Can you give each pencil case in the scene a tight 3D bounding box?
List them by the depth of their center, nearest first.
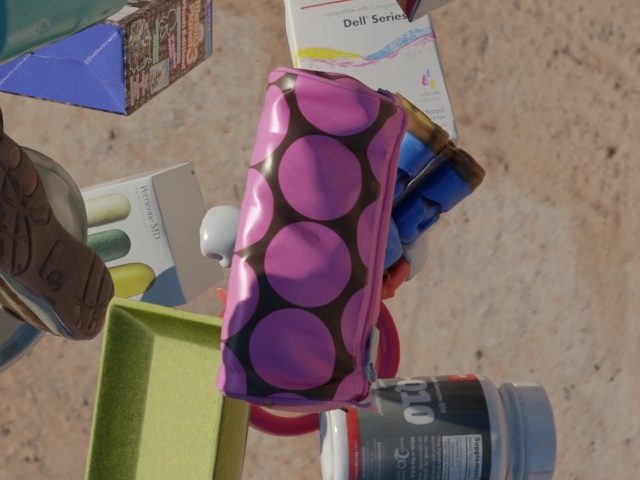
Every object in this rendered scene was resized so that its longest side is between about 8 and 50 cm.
[{"bbox_3d":[0.000,0.000,0.736,0.098,0.095,0.209,5,84,25],"label":"pencil case"}]

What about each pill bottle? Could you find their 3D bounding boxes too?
[{"bbox_3d":[0.147,0.254,1.550,0.283,0.161,0.161,-2,99,-8],"label":"pill bottle"}]

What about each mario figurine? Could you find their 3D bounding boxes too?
[{"bbox_3d":[0.002,-0.002,1.217,0.198,0.170,0.320,43,93,0],"label":"mario figurine"}]

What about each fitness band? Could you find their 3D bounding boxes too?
[{"bbox_3d":[-0.014,0.178,1.824,0.054,0.290,0.209,-15,93,64],"label":"fitness band"}]

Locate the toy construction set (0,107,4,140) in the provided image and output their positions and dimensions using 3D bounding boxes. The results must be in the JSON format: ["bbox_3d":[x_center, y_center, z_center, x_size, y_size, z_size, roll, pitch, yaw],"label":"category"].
[{"bbox_3d":[-0.291,0.006,0.525,0.257,0.237,0.309,17,102,-11],"label":"toy construction set"}]

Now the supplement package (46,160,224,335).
[{"bbox_3d":[-0.318,0.011,1.850,0.262,0.198,0.199,-13,97,14],"label":"supplement package"}]

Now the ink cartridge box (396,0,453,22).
[{"bbox_3d":[0.085,-0.418,1.334,0.271,0.130,0.309,-28,79,-12],"label":"ink cartridge box"}]

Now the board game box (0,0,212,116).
[{"bbox_3d":[-0.328,-0.322,1.846,0.232,0.291,0.141,13,120,17],"label":"board game box"}]

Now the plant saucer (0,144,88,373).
[{"bbox_3d":[-0.448,0.071,1.541,0.100,0.400,0.401,39,116,32],"label":"plant saucer"}]

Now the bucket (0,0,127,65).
[{"bbox_3d":[-0.346,-0.317,1.257,0.281,0.183,0.281,23,133,27],"label":"bucket"}]

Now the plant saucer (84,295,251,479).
[{"bbox_3d":[-0.108,0.144,0.894,0.188,0.045,0.188,5,87,54],"label":"plant saucer"}]

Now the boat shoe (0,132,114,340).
[{"bbox_3d":[-0.348,-0.006,1.288,0.116,0.123,0.324,1,136,31],"label":"boat shoe"}]

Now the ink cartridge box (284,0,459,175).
[{"bbox_3d":[0.062,-0.266,1.753,0.207,0.119,0.354,-10,70,-3],"label":"ink cartridge box"}]
